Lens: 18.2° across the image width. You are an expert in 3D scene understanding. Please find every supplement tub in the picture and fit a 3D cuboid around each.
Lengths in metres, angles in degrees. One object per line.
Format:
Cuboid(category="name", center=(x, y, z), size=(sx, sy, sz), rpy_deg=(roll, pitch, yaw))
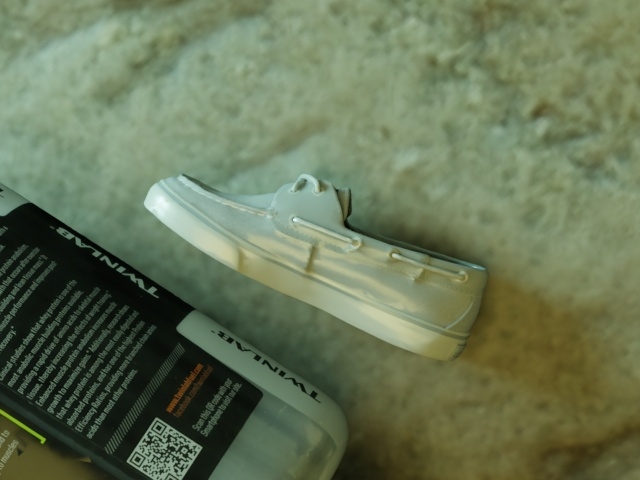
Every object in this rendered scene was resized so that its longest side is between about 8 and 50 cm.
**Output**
Cuboid(category="supplement tub", center=(-0.159, 0.087, 1.030), size=(0.316, 0.193, 0.193), rpy_deg=(33, 107, 2))

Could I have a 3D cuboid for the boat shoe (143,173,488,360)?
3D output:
Cuboid(category="boat shoe", center=(0.000, 0.000, 1.045), size=(0.184, 0.066, 0.063), rpy_deg=(26, 96, 6))
